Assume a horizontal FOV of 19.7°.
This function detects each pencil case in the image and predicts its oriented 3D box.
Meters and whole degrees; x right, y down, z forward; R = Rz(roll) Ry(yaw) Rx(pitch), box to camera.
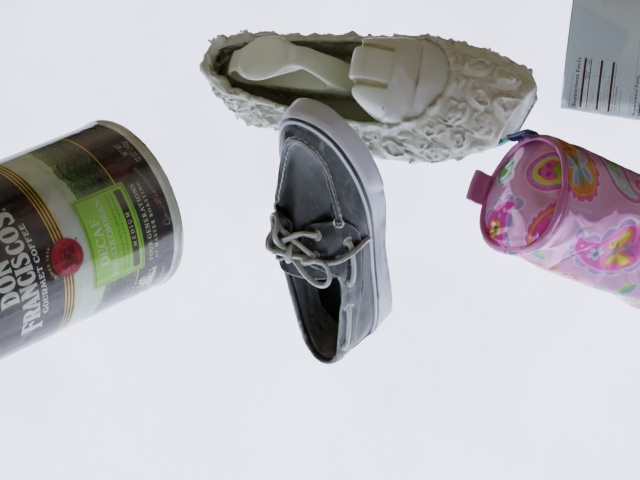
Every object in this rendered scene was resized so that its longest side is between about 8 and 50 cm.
[{"bbox_3d":[0.272,-0.009,1.738,0.284,0.124,0.124,19,-159,-38],"label":"pencil case"}]

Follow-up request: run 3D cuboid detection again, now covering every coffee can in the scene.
[{"bbox_3d":[-0.315,0.006,1.986,0.275,0.201,0.201,-27,-135,-37],"label":"coffee can"}]

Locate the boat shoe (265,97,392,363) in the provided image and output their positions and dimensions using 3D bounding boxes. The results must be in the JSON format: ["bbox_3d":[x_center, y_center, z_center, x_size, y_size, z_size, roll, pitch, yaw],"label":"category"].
[{"bbox_3d":[-0.003,-0.001,1.881,0.113,0.306,0.105,24,-128,28],"label":"boat shoe"}]

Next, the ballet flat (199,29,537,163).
[{"bbox_3d":[0.032,-0.169,2.025,0.409,0.147,0.147,6,-152,35],"label":"ballet flat"}]

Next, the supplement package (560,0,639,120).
[{"bbox_3d":[0.414,-0.230,2.206,0.203,0.149,0.194,11,-162,19],"label":"supplement package"}]
